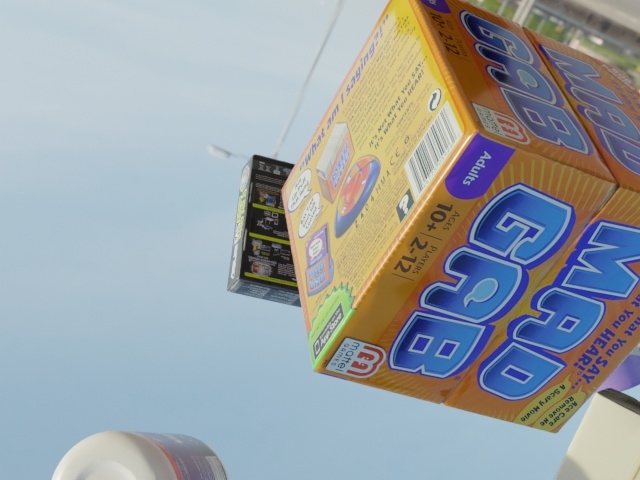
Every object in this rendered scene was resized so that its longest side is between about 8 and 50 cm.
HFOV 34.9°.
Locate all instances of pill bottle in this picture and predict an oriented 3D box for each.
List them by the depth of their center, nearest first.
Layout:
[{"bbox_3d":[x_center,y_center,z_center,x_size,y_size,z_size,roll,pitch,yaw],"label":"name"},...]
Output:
[{"bbox_3d":[-0.240,0.365,1.454,0.182,0.181,0.323,31,177,17],"label":"pill bottle"}]

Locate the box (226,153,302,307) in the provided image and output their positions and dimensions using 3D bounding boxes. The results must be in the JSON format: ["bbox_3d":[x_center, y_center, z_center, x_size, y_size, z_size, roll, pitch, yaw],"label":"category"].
[{"bbox_3d":[0.000,0.000,1.590,0.270,0.216,0.060,12,155,-18],"label":"box"}]

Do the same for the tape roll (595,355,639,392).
[{"bbox_3d":[0.512,0.174,1.794,0.080,0.189,0.189,58,-179,-27],"label":"tape roll"}]

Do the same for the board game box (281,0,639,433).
[{"bbox_3d":[0.200,-0.040,1.261,0.357,0.356,0.356,17,-146,-22],"label":"board game box"}]

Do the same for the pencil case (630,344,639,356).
[{"bbox_3d":[0.559,0.113,1.591,0.411,0.159,0.183,8,-172,9],"label":"pencil case"}]

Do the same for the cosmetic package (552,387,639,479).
[{"bbox_3d":[0.386,0.373,1.450,0.113,0.309,0.160,26,-174,23],"label":"cosmetic package"}]
